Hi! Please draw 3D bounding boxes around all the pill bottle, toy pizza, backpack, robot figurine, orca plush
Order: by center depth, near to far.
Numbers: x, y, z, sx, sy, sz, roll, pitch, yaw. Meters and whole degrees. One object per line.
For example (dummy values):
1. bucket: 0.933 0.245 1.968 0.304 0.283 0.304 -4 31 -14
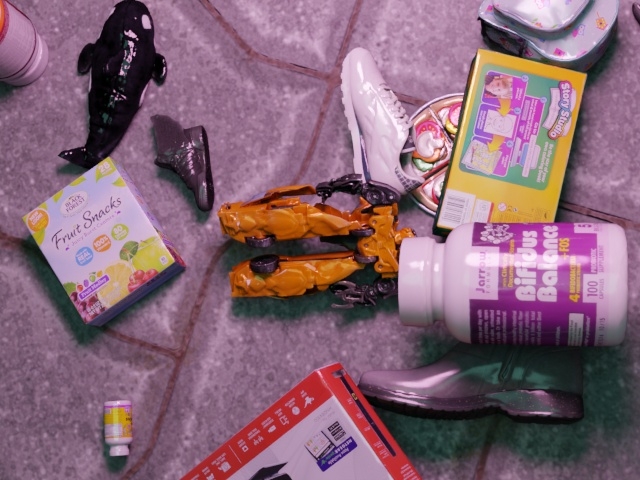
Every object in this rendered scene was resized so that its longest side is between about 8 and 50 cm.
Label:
1. pill bottle: 0.262 0.059 1.612 0.301 0.169 0.169 0 81 10
2. backpack: 0.349 -0.342 1.753 0.188 0.144 0.166 36 83 10
3. robot figurine: 0.000 0.000 1.766 0.291 0.085 0.211 -5 110 8
4. toy pizza: 0.214 -0.131 1.797 0.201 0.032 0.201 -1 81 9
5. pill bottle: -0.312 0.290 1.816 0.043 0.043 0.083 -5 81 9
6. pill bottle: -0.519 -0.322 1.853 0.121 0.221 0.121 -1 81 10
7. orca plush: -0.347 -0.259 1.876 0.151 0.102 0.287 29 87 13

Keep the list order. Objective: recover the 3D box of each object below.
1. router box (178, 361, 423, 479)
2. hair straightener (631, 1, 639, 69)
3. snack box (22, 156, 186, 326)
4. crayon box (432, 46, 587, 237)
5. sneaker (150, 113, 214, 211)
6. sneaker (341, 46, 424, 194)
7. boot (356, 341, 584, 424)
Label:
1. router box: -0.020 0.392 1.681 0.335 0.082 0.301 -41 76 21
2. hair straightener: 0.523 -0.259 1.765 0.089 0.047 0.230 -26 83 5
3. snack box: -0.341 0.003 1.852 0.174 0.070 0.207 -35 76 4
4. crayon box: 0.277 -0.127 1.731 0.165 0.081 0.278 14 84 1
5. sneaker: -0.221 -0.122 1.863 0.089 0.051 0.170 -9 75 8
6. sneaker: 0.096 -0.182 1.786 0.095 0.090 0.235 -12 90 33
7. boot: 0.224 0.150 1.727 0.338 0.118 0.222 3 75 3
